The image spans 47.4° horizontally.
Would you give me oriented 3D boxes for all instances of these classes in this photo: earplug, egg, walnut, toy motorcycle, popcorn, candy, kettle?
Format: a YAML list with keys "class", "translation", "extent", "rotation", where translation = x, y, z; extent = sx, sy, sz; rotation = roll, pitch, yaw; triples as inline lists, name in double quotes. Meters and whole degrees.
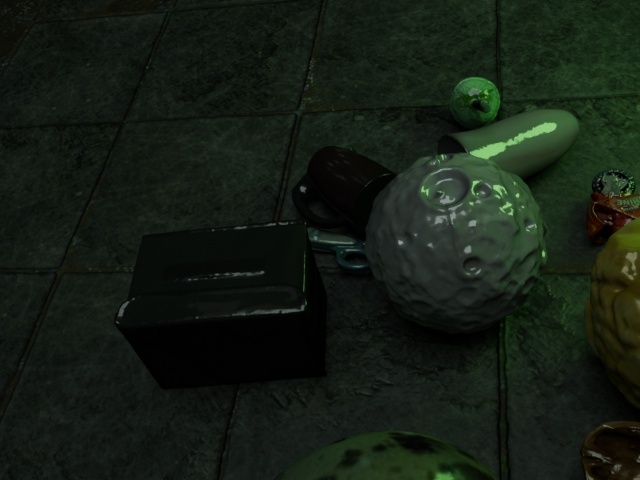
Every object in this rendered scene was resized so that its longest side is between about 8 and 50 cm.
- class: "earplug"
  translation: [0.422, -0.201, 1.565]
  extent: [0.301, 0.172, 0.172]
  rotation: [-24, 51, -12]
- class: "egg"
  translation: [0.074, 0.449, 1.017]
  extent: [0.428, 0.345, 0.345]
  rotation: [-19, 50, 9]
- class: "walnut"
  translation: [0.502, 0.378, 1.127]
  extent: [0.211, 0.087, 0.167]
  rotation: [18, 52, 24]
- class: "toy motorcycle"
  translation: [0.628, -0.024, 1.410]
  extent: [0.171, 0.089, 0.298]
  rotation: [-36, 53, -13]
- class: "popcorn"
  translation: [0.614, 0.132, 1.153]
  extent: [0.344, 0.354, 0.390]
  rotation: [0, 83, -29]
- class: "candy"
  translation: [0.335, -0.284, 1.539]
  extent: [0.119, 0.119, 0.440]
  rotation: [-7, 12, 9]
- class: "kettle"
  translation: [0.052, -0.105, 1.599]
  extent: [0.202, 0.144, 0.232]
  rotation: [-46, 42, -3]

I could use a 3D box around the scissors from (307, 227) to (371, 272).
- class: "scissors"
  translation: [0.000, 0.000, 1.580]
  extent: [0.289, 0.041, 0.138]
  rotation: [10, 47, 21]

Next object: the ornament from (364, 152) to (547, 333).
- class: "ornament"
  translation: [0.244, -0.003, 1.350]
  extent: [0.337, 0.337, 0.337]
  rotation: [-7, 51, 9]

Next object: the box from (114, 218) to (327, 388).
- class: "box"
  translation: [-0.169, 0.128, 1.391]
  extent: [0.345, 0.251, 0.204]
  rotation: [-5, 51, 9]
